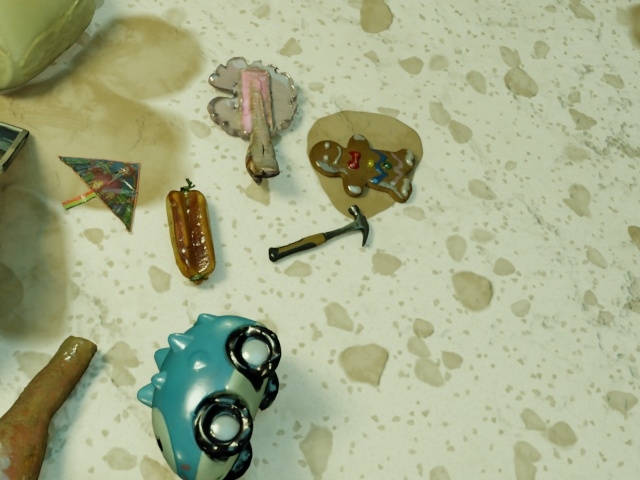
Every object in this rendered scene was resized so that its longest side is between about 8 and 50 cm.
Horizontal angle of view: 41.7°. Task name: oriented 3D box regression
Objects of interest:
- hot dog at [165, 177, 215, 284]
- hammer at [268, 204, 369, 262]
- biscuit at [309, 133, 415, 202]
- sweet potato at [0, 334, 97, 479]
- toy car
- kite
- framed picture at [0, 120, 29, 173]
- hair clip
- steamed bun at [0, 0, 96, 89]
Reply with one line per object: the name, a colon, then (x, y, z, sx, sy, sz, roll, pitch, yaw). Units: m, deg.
hot dog: (-0.220, -0.014, 1.419, 0.072, 0.055, 0.188, -2, 63, -20)
hammer: (0.000, 0.000, 1.492, 0.201, 0.021, 0.078, -21, 70, -24)
biscuit: (0.079, -0.142, 1.587, 0.205, 0.031, 0.138, 14, 60, -6)
sweet potato: (-0.424, 0.292, 1.173, 0.109, 0.109, 0.385, 18, 56, -6)
toy car: (-0.167, 0.224, 1.232, 0.190, 0.188, 0.255, 17, 62, 4)
kite: (-0.373, -0.095, 1.447, 0.190, 0.010, 0.159, 43, 61, 10)
framed picture: (-0.566, -0.166, 1.312, 0.189, 0.023, 0.260, 18, 15, -16)
hair clip: (-0.119, -0.213, 1.545, 0.173, 0.069, 0.300, 4, 52, -15)
steamed bun: (-0.549, -0.432, 1.433, 0.273, 0.272, 0.290, 27, 62, -1)
